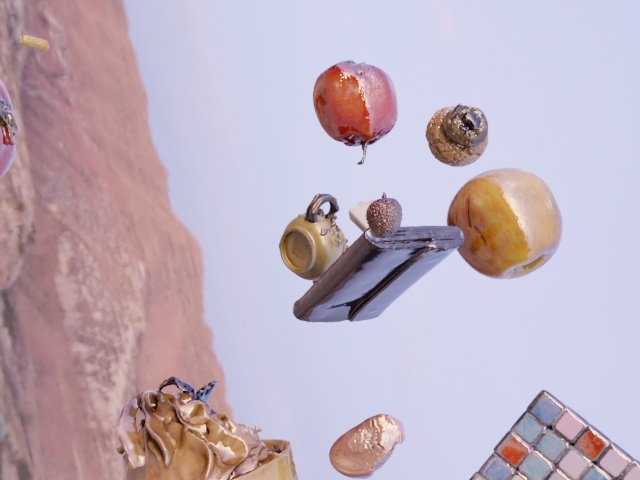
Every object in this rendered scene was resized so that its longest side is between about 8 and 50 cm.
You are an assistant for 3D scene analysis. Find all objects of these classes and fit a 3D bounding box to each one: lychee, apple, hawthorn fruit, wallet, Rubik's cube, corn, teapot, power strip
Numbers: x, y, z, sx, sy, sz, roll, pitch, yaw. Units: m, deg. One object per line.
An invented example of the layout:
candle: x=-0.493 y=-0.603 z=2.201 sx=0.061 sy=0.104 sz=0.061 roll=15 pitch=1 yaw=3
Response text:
lychee: x=0.111 y=-0.044 z=1.582 sx=0.068 sy=0.067 sz=0.083 roll=-166 pitch=-113 yaw=-65
apple: x=0.427 y=-0.028 z=2.066 sx=0.264 sy=0.264 sz=0.264 roll=165 pitch=-90 yaw=-76
hawthorn fruit: x=0.068 y=-0.236 z=1.683 sx=0.157 sy=0.157 sz=0.193 roll=154 pitch=-72 yaw=-76
wallet: x=0.113 y=0.078 z=1.914 sx=0.406 sy=0.229 sz=0.062 roll=132 pitch=-46 yaw=-56
Rubik's cube: x=0.508 y=0.516 z=1.940 sx=0.287 sy=0.292 sz=0.293 roll=39 pitch=-2 yaw=19
corn: x=-0.661 y=-0.458 z=2.098 sx=0.028 sy=0.083 sz=0.027 roll=31 pitch=-78 yaw=29
teapot: x=0.000 y=0.000 z=2.346 sx=0.173 sy=0.183 sz=0.269 roll=29 pitch=-63 yaw=36
power strip: x=0.146 y=-0.042 z=2.297 sx=0.192 sy=0.081 sz=0.035 roll=48 pitch=-26 yaw=47

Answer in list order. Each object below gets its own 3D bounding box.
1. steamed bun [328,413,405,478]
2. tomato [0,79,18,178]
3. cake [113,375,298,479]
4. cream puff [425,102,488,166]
steamed bun: x=0.109 y=0.454 z=1.984 sx=0.106 sy=0.175 sz=0.145 roll=54 pitch=-2 yaw=19
tomato: x=-0.831 y=-0.251 z=2.002 sx=0.293 sy=0.290 sz=0.325 roll=-106 pitch=-175 yaw=-48
cake: x=-0.212 y=0.399 z=1.641 sx=0.332 sy=0.332 sz=0.321 roll=164 pitch=-92 yaw=-76
cream puff: x=0.391 y=-0.312 z=2.526 sx=0.169 sy=0.183 sz=0.183 roll=105 pitch=-32 yaw=-76
